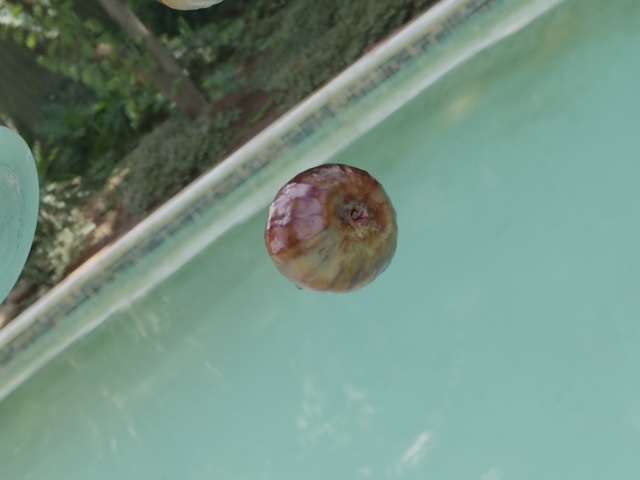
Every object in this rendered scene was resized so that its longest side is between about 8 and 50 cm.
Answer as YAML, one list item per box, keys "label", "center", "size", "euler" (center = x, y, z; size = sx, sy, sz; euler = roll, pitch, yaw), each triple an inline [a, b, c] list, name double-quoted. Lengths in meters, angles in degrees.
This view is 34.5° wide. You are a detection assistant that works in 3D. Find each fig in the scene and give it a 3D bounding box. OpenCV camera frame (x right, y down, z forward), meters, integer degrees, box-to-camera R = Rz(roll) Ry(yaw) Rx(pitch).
- label: "fig"
  center: [0.013, -0.007, 0.967]
  size: [0.128, 0.128, 0.150]
  euler: [-38, -9, 2]

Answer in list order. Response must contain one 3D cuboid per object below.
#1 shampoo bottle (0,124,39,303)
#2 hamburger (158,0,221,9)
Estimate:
- label: "shampoo bottle"
  center: [-0.475, -0.039, 1.142]
  size: [0.273, 0.266, 0.273]
  euler: [15, -90, -75]
- label: "hamburger"
  center: [-0.165, -0.430, 1.108]
  size: [0.330, 0.250, 0.330]
  euler: [-28, 48, 38]
